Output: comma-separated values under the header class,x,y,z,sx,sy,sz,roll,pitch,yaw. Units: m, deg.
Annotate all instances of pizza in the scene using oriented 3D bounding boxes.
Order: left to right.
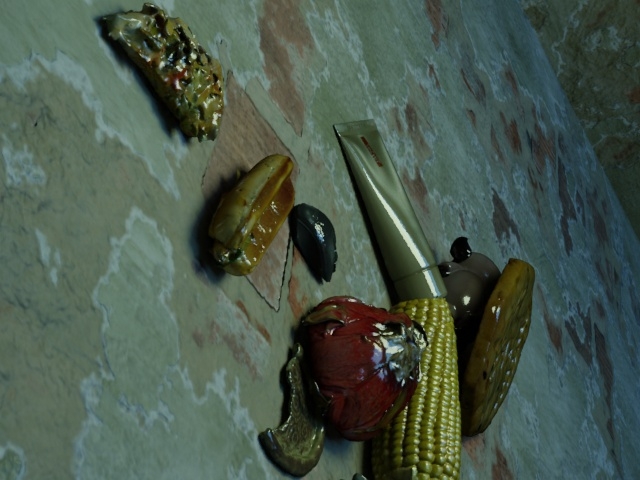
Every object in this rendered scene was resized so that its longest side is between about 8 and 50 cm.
class,x,y,z,sx,sy,sz,roll,pitch,yaw
pizza,-0.185,-0.237,1.571,0.226,0.069,0.147,57,32,-33

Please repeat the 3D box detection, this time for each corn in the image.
class,x,y,z,sx,sy,sz,roll,pitch,yaw
corn,0.150,0.250,1.916,0.144,0.144,0.387,49,31,-43

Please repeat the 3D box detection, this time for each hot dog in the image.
class,x,y,z,sx,sy,sz,roll,pitch,yaw
hot dog,-0.097,-0.037,1.641,0.250,0.076,0.104,-59,149,-53

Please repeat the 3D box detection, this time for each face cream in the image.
class,x,y,z,sx,sy,sz,roll,pitch,yaw
face cream,0.121,-0.049,2.104,0.137,0.084,0.341,-17,84,-56

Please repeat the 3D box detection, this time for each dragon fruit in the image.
class,x,y,z,sx,sy,sz,roll,pitch,yaw
dragon fruit,0.084,0.175,1.775,0.224,0.148,0.218,52,28,-50

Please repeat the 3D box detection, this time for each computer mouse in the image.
class,x,y,z,sx,sy,sz,roll,pitch,yaw
computer mouse,0.000,0.000,1.847,0.135,0.047,0.079,65,27,-24

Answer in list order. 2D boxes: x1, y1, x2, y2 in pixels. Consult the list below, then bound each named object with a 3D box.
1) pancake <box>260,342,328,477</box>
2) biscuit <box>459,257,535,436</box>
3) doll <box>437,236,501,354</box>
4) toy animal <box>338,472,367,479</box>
class,x,y,z,sx,sy,sz,roll,pitch,yaw
pancake,-0.035,0.230,1.672,0.184,0.020,0.190,27,52,-57
biscuit,0.329,0.199,2.237,0.359,0.046,0.359,-54,154,-42
doll,0.270,0.109,2.258,0.182,0.117,0.257,60,30,-16
toy animal,0.098,0.447,1.726,0.108,0.138,0.236,94,-24,-68
